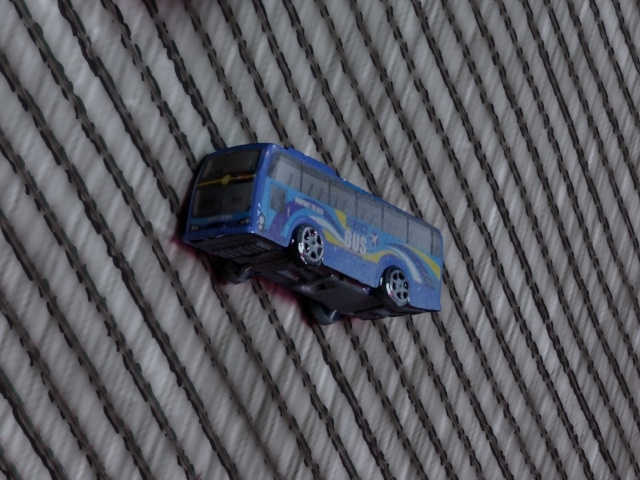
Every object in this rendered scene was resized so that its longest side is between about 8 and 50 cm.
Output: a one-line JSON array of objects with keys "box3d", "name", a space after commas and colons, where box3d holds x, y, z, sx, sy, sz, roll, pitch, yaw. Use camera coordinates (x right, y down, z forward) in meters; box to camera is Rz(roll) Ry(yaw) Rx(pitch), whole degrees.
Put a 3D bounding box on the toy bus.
[{"box3d": [0.000, 0.000, 0.941, 0.153, 0.051, 0.061, 27, 61, -47], "name": "toy bus"}]
